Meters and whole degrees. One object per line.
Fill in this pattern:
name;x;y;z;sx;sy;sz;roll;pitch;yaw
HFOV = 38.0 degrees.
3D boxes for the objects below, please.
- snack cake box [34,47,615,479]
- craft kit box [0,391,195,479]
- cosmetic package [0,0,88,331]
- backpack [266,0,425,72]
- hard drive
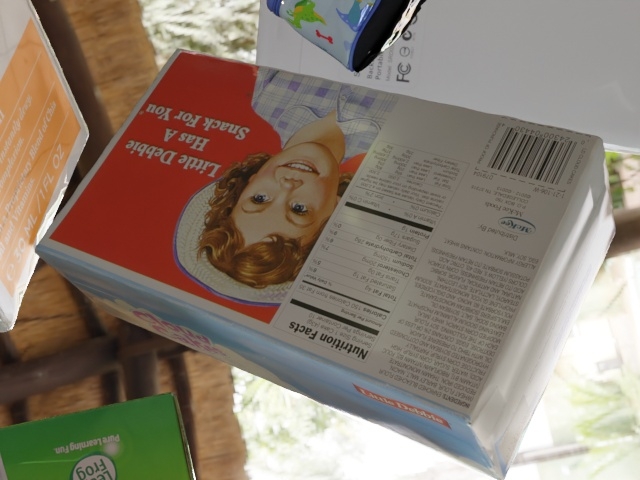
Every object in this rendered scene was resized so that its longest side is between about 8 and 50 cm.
snack cake box;0.000;0.000;0.494;0.152;0.264;0.089;-60;-32;-19
craft kit box;-0.207;0.140;0.504;0.246;0.250;0.061;145;114;-71
cosmetic package;-0.327;-0.156;0.624;0.453;0.162;0.230;77;-163;-50
backpack;0.020;-0.137;0.378;0.105;0.084;0.114;-51;-8;-40
hard drive;0.136;-0.190;0.666;0.047;0.353;0.233;-71;-12;-71
